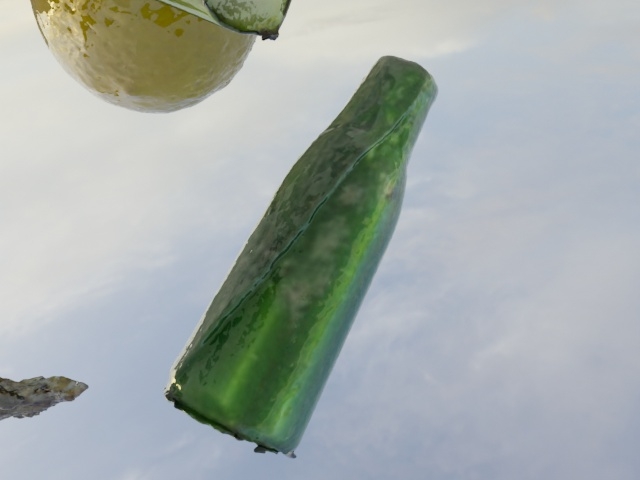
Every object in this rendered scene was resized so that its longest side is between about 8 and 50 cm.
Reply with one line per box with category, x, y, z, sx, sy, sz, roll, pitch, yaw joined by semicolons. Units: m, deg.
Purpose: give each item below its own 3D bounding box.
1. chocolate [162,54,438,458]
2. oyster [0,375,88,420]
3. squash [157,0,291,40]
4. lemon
chocolate;0.000;0.000;0.523;0.110;0.110;0.291;18;-104;41
oyster;-0.504;0.252;1.202;0.222;0.083;0.214;-3;170;3
squash;-0.154;-0.237;0.493;0.287;0.137;0.137;17;-149;1
lemon;-0.160;-0.245;0.702;0.233;0.288;0.234;7;-119;-12
